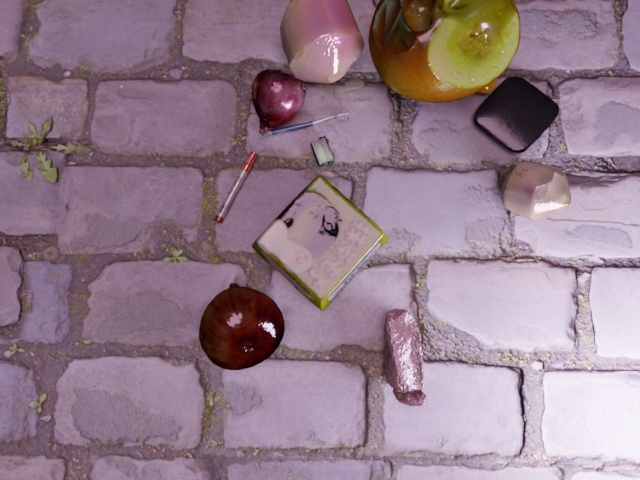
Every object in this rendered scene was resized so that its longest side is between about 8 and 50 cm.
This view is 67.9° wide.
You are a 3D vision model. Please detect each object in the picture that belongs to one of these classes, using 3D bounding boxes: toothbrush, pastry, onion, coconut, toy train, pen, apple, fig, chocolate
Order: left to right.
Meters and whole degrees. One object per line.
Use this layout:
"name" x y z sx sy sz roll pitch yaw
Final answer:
"pen" -0.254 -0.162 1.432 0.028 0.028 0.239 27 85 3
"fig" -0.218 0.238 1.310 0.235 0.214 0.234 0 90 -25
"onion" -0.135 -0.405 1.403 0.160 0.159 0.194 25 107 3
"toothbrush" -0.044 -0.352 1.456 0.276 0.019 0.025 -14 92 -1
"chocolate" 0.000 0.000 1.357 0.289 0.137 0.301 42 86 4
"coconut" 0.001 -0.578 1.387 0.233 0.233 0.245 -15 83 -1
"toy train" 0.008 -0.267 1.437 0.056 0.038 0.093 -21 84 0
"pastry" 0.232 0.326 1.339 0.103 0.112 0.265 -2 77 -8
"apple" 0.321 -0.563 1.284 0.384 0.374 0.374 -15 82 39
"coconut" 0.613 -0.139 1.340 0.171 0.183 0.170 -15 117 -32

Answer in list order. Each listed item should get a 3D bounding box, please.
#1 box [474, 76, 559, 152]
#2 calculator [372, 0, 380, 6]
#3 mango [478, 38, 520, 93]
"box" 0.594 -0.384 1.443 0.201 0.042 0.212 40 84 4
"calculator" 0.219 -0.781 1.498 0.103 0.024 0.165 13 83 2
"mango" 0.512 -0.578 1.432 0.157 0.109 0.262 17 86 -2
